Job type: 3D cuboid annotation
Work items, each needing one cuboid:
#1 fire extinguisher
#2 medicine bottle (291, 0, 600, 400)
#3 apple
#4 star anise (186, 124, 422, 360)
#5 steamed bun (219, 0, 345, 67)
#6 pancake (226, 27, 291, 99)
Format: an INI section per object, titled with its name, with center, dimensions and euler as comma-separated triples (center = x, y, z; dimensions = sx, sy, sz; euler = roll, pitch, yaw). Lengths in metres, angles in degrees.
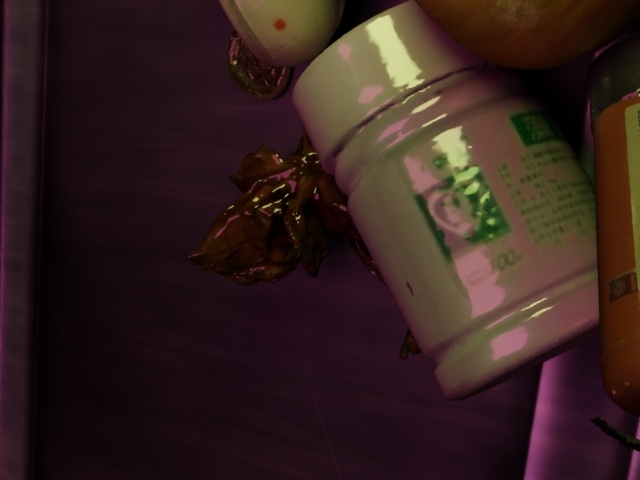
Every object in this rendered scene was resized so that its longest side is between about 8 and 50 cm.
[fire extinguisher]
center = 0.300, 0.026, 0.837
dimensions = 0.113, 0.200, 0.376
euler = 98, 178, -64
[medicine bottle]
center = 0.134, -0.039, 0.999
dimensions = 0.212, 0.212, 0.325
euler = -39, 71, 39
[apple]
center = 0.186, -0.279, 0.877
dimensions = 0.264, 0.264, 0.264
euler = 9, 104, 40
[star anise]
center = -0.001, -0.003, 1.167
dimensions = 0.237, 0.148, 0.346
euler = -43, 61, -8
[steamed bun]
center = -0.048, -0.296, 1.151
dimensions = 0.131, 0.177, 0.228
euler = -27, 66, 10
[pancake]
center = -0.073, -0.216, 1.281
dimensions = 0.108, 0.017, 0.108
euler = 5, 98, 39
